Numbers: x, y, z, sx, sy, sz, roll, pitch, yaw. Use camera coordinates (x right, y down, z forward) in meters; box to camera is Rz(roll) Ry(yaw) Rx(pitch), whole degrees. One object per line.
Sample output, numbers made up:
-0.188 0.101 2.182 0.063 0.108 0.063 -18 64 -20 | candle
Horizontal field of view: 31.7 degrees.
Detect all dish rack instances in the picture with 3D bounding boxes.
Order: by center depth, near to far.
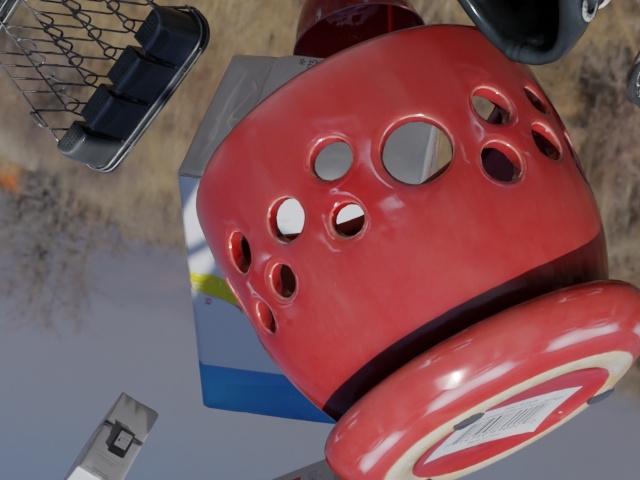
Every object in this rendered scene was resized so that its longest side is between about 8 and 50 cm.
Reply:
-0.262 -0.231 1.199 0.271 0.208 0.074 50 -159 24 | dish rack

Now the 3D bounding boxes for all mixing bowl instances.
0.043 -0.298 1.507 0.181 0.098 0.181 -10 156 -5 | mixing bowl

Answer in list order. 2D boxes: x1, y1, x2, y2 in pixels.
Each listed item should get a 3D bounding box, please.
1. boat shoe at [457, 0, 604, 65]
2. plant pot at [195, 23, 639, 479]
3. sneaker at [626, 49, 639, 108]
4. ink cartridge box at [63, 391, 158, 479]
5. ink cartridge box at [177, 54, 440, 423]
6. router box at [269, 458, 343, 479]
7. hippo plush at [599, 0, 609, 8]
0.018 -0.168 0.337 0.127 0.113 0.340 27 173 37 | boat shoe
0.056 0.016 0.560 0.191 0.174 0.191 -23 154 -12 | plant pot
0.434 -0.253 1.236 0.106 0.281 0.162 46 -172 -17 | sneaker
-0.288 0.292 1.505 0.063 0.109 0.150 34 -144 -7 | ink cartridge box
0.000 0.000 1.014 0.197 0.198 0.270 6 130 9 | ink cartridge box
-0.097 0.405 1.139 0.301 0.335 0.082 -23 119 13 | router box
0.170 -0.307 0.865 0.234 0.236 0.294 20 -154 -25 | hippo plush
